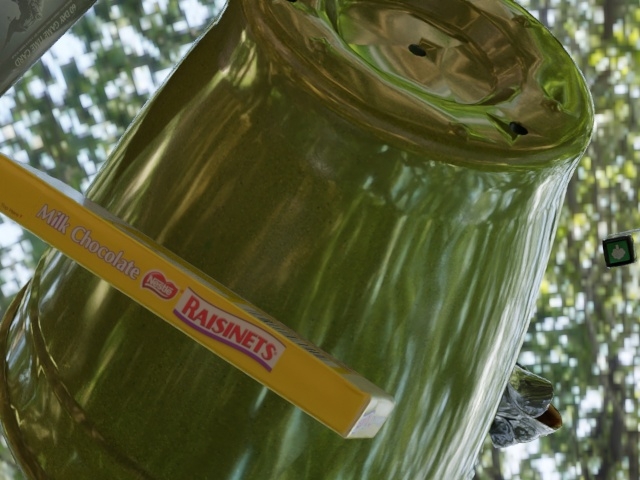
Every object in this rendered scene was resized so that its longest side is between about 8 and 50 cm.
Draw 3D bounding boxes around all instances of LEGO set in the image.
[{"bbox_3d":[0.322,-0.003,1.110,0.244,0.060,0.182,-10,179,-42],"label":"LEGO set"}]

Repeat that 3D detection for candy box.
[{"bbox_3d":[-0.061,0.025,0.680,0.206,0.105,0.027,32,-94,11],"label":"candy box"}]

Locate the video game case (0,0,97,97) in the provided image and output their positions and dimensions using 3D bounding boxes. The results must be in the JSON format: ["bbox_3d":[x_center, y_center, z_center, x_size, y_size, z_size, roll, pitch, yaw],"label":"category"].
[{"bbox_3d":[-0.261,-0.250,1.061,0.026,0.274,0.196,0,-141,35],"label":"video game case"}]

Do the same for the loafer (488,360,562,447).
[{"bbox_3d":[0.163,0.123,1.242,0.061,0.170,0.062,-8,-115,11],"label":"loafer"}]

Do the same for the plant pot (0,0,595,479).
[{"bbox_3d":[0.000,0.000,1.003,0.366,0.353,0.366,17,-142,-13],"label":"plant pot"}]
